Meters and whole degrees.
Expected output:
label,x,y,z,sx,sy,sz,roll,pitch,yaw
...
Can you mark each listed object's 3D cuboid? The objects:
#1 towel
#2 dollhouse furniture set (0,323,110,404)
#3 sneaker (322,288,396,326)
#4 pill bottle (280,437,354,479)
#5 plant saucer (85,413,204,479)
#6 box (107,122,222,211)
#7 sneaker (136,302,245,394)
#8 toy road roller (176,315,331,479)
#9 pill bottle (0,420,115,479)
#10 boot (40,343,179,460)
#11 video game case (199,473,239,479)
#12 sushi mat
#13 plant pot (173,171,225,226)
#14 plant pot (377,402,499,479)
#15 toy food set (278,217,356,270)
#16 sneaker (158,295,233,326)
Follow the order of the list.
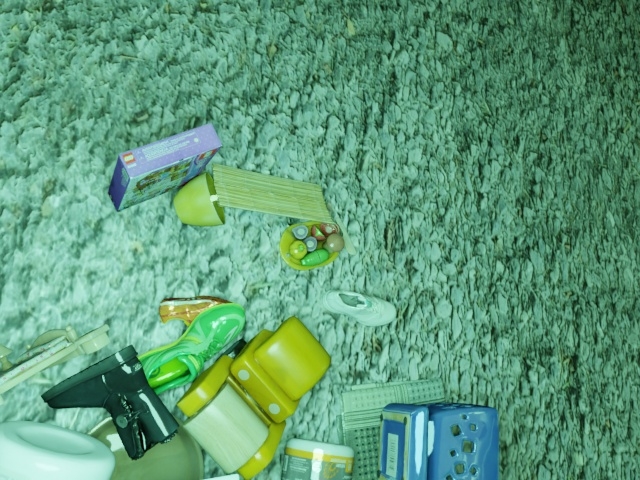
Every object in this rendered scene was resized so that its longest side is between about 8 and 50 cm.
label,x,y,z,sx,sy,sz,roll,pitch,yaw
towel,0.193,0.521,1.345,0.324,0.056,0.312,1,78,-25
dollhouse furniture set,-0.612,0.210,0.898,0.174,0.355,0.303,64,23,-6
sneaker,0.116,0.174,1.380,0.212,0.094,0.080,14,69,-19
pill bottle,-0.018,0.591,1.163,0.162,0.162,0.278,15,70,-19
plant saucer,-0.386,0.494,1.103,0.277,0.041,0.278,6,73,-22
box,-0.353,-0.154,1.163,0.201,0.293,0.057,-27,92,-28
sneaker,-0.279,0.252,1.161,0.295,0.123,0.109,-35,122,-22
toy road roller,-0.118,0.301,1.112,0.240,0.329,0.202,-40,93,17
pill bottle,-0.538,0.545,0.903,0.229,0.229,0.408,23,77,-16
boot,-0.418,0.344,1.045,0.246,0.094,0.207,-27,90,17
video game case,-0.258,0.511,1.018,0.201,0.183,0.023,-5,48,-14
sushi mat,-0.123,-0.118,1.357,0.316,0.019,0.151,8,47,-27
plant pot,-0.298,-0.088,1.272,0.095,0.134,0.134,-17,81,0
plant pot,0.261,0.495,1.228,0.212,0.236,0.236,10,74,-15
toy food set,0.000,0.000,1.393,0.217,0.071,0.128,-15,81,-26
sneaker,-0.289,0.166,1.238,0.175,0.064,0.067,-1,95,-18
